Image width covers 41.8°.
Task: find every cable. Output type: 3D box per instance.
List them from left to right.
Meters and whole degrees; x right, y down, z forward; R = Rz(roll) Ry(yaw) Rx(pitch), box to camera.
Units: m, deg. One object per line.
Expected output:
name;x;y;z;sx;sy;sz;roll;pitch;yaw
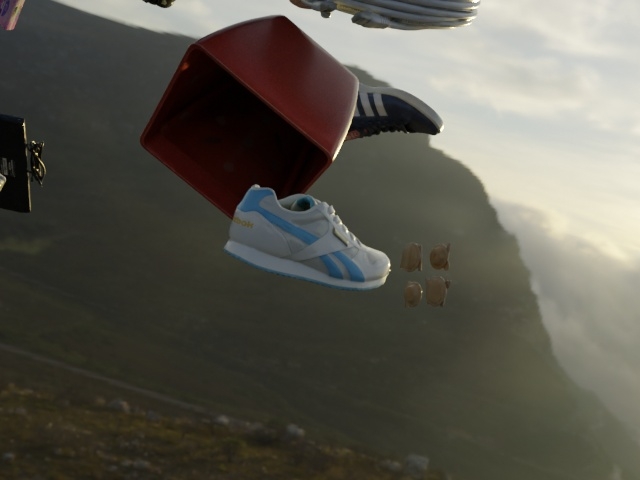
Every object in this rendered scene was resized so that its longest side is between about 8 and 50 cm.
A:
cable;0.072;-0.328;1.031;0.257;0.089;0.257;-5;29;-33

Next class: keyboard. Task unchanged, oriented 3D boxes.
keyboard;-0.489;-0.126;1.352;0.100;0.192;0.038;14;42;0

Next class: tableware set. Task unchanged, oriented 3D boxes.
tableware set;0.222;0.073;1.787;0.020;0.141;0.169;10;-9;-33

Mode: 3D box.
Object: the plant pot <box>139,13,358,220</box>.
plant pot;-0.092;-0.212;1.383;0.267;0.235;0.267;39;-41;-5

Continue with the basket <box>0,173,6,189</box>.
basket;-0.507;-0.037;1.102;0.113;0.167;0.103;34;1;-23

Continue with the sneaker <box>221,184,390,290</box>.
sneaker;0.000;0.000;0.980;0.229;0.092;0.087;14;6;-39

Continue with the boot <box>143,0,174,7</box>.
boot;-0.268;-0.496;1.508;0.085;0.178;0.236;22;27;-15

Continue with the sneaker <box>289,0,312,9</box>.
sneaker;0.056;-0.464;1.388;0.258;0.091;0.094;-16;-23;32

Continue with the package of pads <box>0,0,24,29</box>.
package of pads;-0.604;-0.454;1.617;0.050;0.083;0.032;39;31;6

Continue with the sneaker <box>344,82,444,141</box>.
sneaker;0.107;-0.277;1.931;0.350;0.148;0.131;22;-14;26
